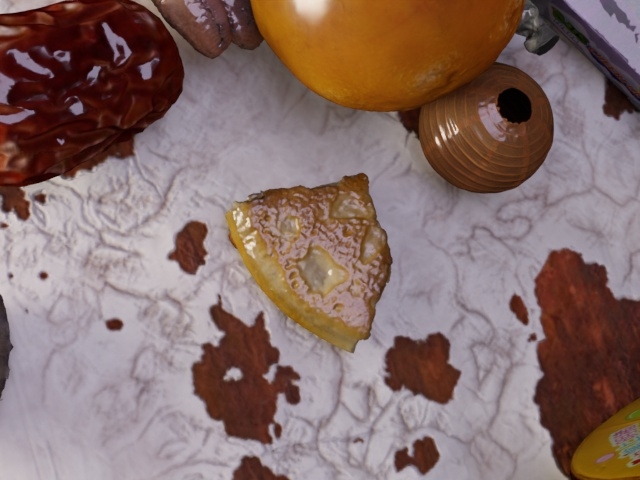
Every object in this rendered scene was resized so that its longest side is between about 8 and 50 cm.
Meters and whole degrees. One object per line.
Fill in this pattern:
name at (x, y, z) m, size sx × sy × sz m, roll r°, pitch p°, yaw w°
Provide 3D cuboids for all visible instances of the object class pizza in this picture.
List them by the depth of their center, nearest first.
pizza at (0.000, 0.000, 1.129) m, size 0.182 × 0.062 × 0.161 m, roll 35°, pitch 80°, yaw -1°

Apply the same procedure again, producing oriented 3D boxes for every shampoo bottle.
shampoo bottle at (0.169, -0.273, 1.193) m, size 0.063 × 0.057 × 0.208 m, roll -28°, pitch 69°, yaw -31°

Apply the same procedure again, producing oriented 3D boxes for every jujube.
jujube at (-0.238, -0.144, 1.047) m, size 0.230 × 0.155 × 0.155 m, roll -28°, pitch 87°, yaw -24°

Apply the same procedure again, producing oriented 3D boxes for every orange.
orange at (0.061, -0.249, 1.064) m, size 0.261 × 0.261 × 0.261 m, roll 3°, pitch 78°, yaw -14°

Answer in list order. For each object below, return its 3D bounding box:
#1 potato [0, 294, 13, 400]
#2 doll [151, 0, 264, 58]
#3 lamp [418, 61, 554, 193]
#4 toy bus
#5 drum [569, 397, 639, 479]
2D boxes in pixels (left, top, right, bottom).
potato at (-0.340, 0.132, 1.012) m, size 0.101 × 0.089 × 0.172 m, roll 58°, pitch 38°, yaw -19°
doll at (-0.129, -0.327, 1.091) m, size 0.303 × 0.156 × 0.201 m, roll 58°, pitch 32°, yaw 2°
lamp at (0.166, -0.114, 1.155) m, size 0.136 × 0.136 × 0.136 m, roll 3°, pitch 78°, yaw -14°
toy bus at (0.324, -0.257, 1.240) m, size 0.317 × 0.112 × 0.138 m, roll 43°, pitch 82°, yaw -2°
drum at (0.452, 0.211, 1.018) m, size 0.431 × 0.431 × 0.214 m, roll -26°, pitch 87°, yaw -18°
